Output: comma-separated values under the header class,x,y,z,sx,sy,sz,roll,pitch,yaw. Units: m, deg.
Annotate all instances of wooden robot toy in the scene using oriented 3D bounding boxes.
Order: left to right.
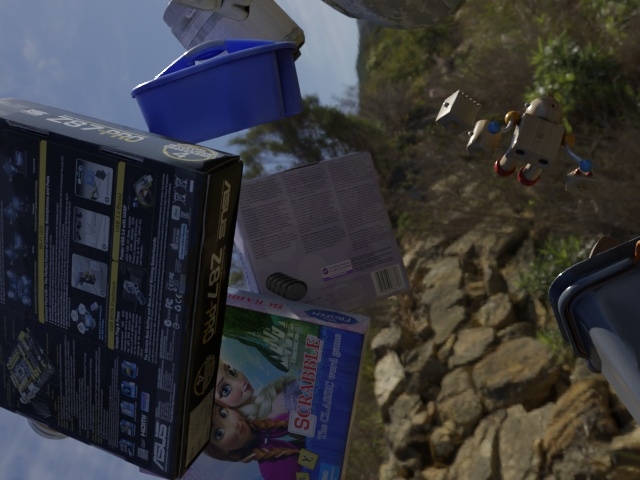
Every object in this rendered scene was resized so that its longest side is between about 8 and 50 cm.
class,x,y,z,sx,sy,sz,roll,pitch,yaw
wooden robot toy,0.203,-0.109,0.663,0.076,0.173,0.079,107,-173,-71

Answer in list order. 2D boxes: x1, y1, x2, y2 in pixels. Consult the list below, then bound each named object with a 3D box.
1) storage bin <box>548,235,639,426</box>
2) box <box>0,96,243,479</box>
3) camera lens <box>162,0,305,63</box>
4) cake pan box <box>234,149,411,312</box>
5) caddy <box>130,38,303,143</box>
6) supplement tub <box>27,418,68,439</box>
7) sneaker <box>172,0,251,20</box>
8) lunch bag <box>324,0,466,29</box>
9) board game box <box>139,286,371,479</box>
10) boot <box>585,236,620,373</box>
class,x,y,z,sx,sy,sz,roll,pitch,yaw
storage bin,0.207,0.045,0.358,0.098,0.135,0.091,56,-167,-42
box,-0.270,0.059,0.804,0.097,0.318,0.395,-45,-33,-63
camera lens,-0.188,-0.471,1.525,0.274,0.219,0.219,44,-158,-12
cake pan box,0.000,0.000,1.084,0.070,0.266,0.246,-16,92,68
caddy,-0.197,-0.294,1.304,0.241,0.341,0.179,-44,-60,-67
supplement tub,-0.519,0.311,1.386,0.144,0.200,0.144,23,-140,-21
sneaker,-0.125,-0.403,0.769,0.110,0.118,0.292,-96,14,-57
lunch bag,0.053,-0.439,0.960,0.305,0.213,0.256,17,-157,-47
board game box,-0.106,0.235,1.000,0.066,0.318,0.319,-50,-31,-70
boot,0.273,0.067,0.657,0.087,0.042,0.118,81,-160,-53
